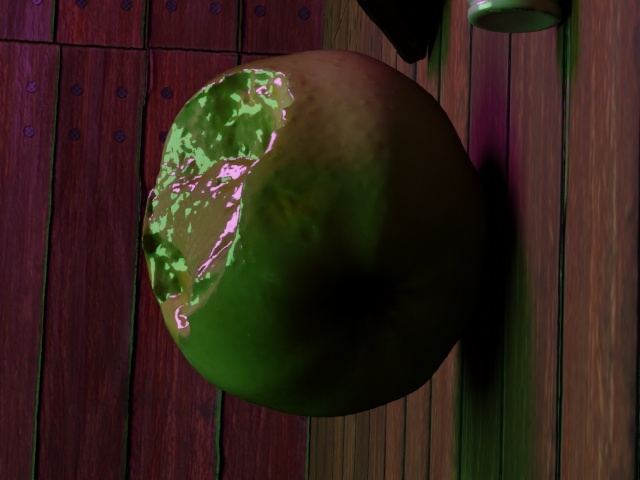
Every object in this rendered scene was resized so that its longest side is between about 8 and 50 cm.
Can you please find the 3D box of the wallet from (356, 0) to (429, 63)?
[{"bbox_3d":[0.071,-0.337,1.470,0.165,0.042,0.310,47,-137,-63],"label":"wallet"}]

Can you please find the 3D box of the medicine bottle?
[{"bbox_3d":[0.115,-0.171,0.919,0.057,0.057,0.089,120,153,-81],"label":"medicine bottle"}]

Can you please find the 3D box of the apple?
[{"bbox_3d":[0.000,0.000,1.137,0.279,0.279,0.279,-177,90,-86],"label":"apple"}]
